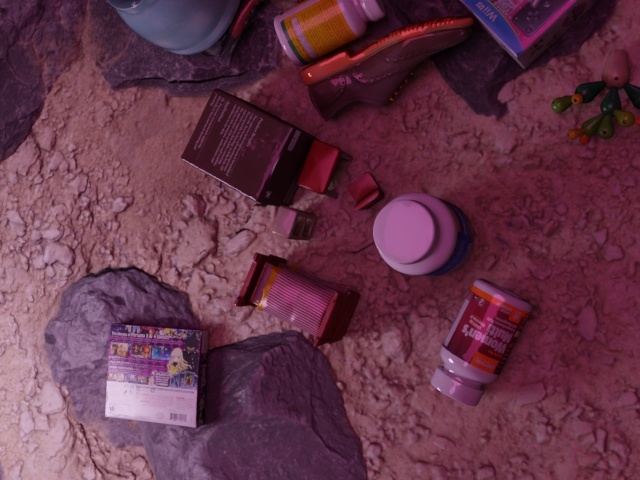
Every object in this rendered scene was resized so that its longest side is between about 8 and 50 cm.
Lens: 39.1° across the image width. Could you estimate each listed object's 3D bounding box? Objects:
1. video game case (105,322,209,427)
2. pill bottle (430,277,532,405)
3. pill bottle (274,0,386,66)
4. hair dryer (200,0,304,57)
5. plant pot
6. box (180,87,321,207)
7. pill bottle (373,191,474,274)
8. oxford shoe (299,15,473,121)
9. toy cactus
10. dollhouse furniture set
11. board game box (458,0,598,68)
[{"bbox_3d":[-0.361,0.293,1.983,0.232,0.042,0.210,2,88,20],"label":"video game case"},{"bbox_3d":[0.301,0.193,1.709,0.121,0.121,0.221,27,96,19],"label":"pill bottle"},{"bbox_3d":[0.021,-0.448,1.828,0.208,0.117,0.118,-24,79,17],"label":"pill bottle"},{"bbox_3d":[-0.138,-0.515,1.936,0.293,0.080,0.224,-5,88,34],"label":"hair dryer"},{"bbox_3d":[-0.338,-0.553,1.903,0.293,0.196,0.293,1,91,34],"label":"plant pot"},{"bbox_3d":[-0.142,-0.188,1.863,0.203,0.167,0.169,30,97,19],"label":"box"},{"bbox_3d":[0.190,-0.010,1.679,0.152,0.272,0.152,-1,87,19],"label":"pill bottle"},{"bbox_3d":[0.145,-0.348,1.811,0.363,0.130,0.133,-18,102,22],"label":"oxford shoe"},{"bbox_3d":[0.546,-0.263,1.670,0.218,0.112,0.181,6,70,22],"label":"toy cactus"},{"bbox_3d":[0.000,0.000,1.810,0.201,0.152,0.374,22,95,19],"label":"dollhouse furniture set"},{"bbox_3d":[0.421,-0.517,1.717,0.303,0.097,0.224,-44,73,13],"label":"board game box"}]
